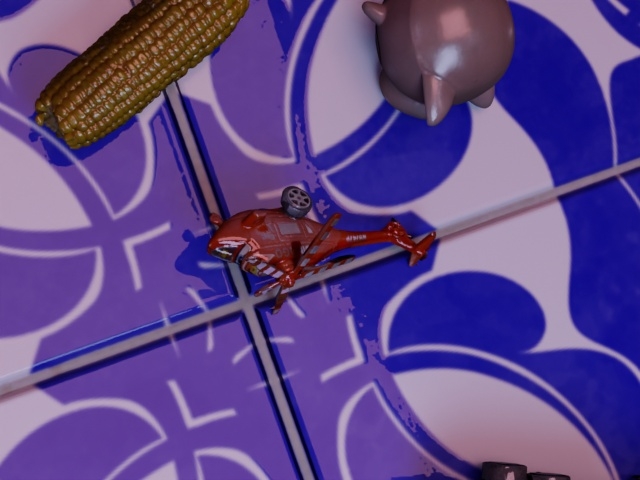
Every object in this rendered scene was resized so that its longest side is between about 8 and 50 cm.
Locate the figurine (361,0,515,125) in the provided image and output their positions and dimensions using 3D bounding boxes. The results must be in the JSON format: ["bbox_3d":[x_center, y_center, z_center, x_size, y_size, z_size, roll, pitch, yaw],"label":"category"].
[{"bbox_3d":[0.100,-0.167,1.047,0.125,0.125,0.138,-16,100,-19],"label":"figurine"}]

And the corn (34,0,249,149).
[{"bbox_3d":[-0.136,-0.149,0.993,0.207,0.068,0.068,-43,96,-19],"label":"corn"}]

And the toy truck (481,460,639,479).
[{"bbox_3d":[0.212,0.243,1.022,0.253,0.124,0.114,6,83,-14],"label":"toy truck"}]

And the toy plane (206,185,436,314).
[{"bbox_3d":[0.002,-0.005,1.003,0.194,0.126,0.077,-18,61,-17],"label":"toy plane"}]
